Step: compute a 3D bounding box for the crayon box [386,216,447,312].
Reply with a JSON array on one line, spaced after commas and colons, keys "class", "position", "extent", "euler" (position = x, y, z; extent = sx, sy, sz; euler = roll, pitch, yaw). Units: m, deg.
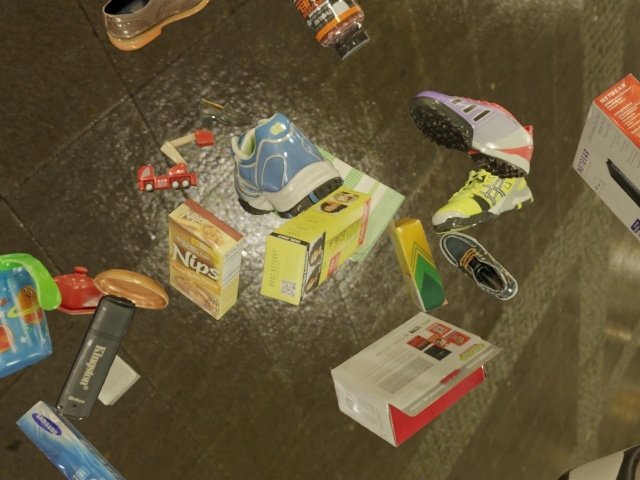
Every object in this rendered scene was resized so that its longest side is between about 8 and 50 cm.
[{"class": "crayon box", "position": [0.283, 0.044, 2.089], "extent": [0.081, 0.202, 0.319], "euler": [-20, 96, -1]}]

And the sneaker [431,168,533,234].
[{"class": "sneaker", "position": [0.429, -0.120, 1.884], "extent": [0.384, 0.145, 0.147], "euler": [-22, 93, -40]}]

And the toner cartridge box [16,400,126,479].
[{"class": "toner cartridge box", "position": [-0.543, 0.528, 1.588], "extent": [0.075, 0.348, 0.165], "euler": [-45, 169, -21]}]

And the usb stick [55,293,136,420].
[{"class": "usb stick", "position": [-0.456, 0.237, 1.383], "extent": [0.077, 0.045, 0.278], "euler": [20, 101, -29]}]

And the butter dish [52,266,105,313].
[{"class": "butter dish", "position": [-0.660, 0.129, 1.851], "extent": [0.160, 0.159, 0.118], "euler": [7, 97, -61]}]

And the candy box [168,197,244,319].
[{"class": "candy box", "position": [-0.306, 0.056, 1.800], "extent": [0.087, 0.183, 0.316], "euler": [-46, 163, -34]}]

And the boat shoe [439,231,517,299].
[{"class": "boat shoe", "position": [0.294, 0.040, 1.299], "extent": [0.065, 0.183, 0.083], "euler": [-53, 152, 9]}]

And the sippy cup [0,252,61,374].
[{"class": "sippy cup", "position": [-0.699, 0.175, 1.476], "extent": [0.240, 0.305, 0.224], "euler": [-20, 83, -31]}]

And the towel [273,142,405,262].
[{"class": "towel", "position": [0.015, -0.109, 1.653], "extent": [0.248, 0.324, 0.038], "euler": [-54, 171, -33]}]

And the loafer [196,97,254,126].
[{"class": "loafer", "position": [-0.275, -0.370, 1.984], "extent": [0.062, 0.170, 0.061], "euler": [-101, -160, -65]}]

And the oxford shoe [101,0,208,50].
[{"class": "oxford shoe", "position": [-0.367, -0.609, 1.639], "extent": [0.364, 0.130, 0.133], "euler": [-46, 168, -12]}]

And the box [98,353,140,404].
[{"class": "box", "position": [-0.508, 0.336, 1.661], "extent": [0.102, 0.087, 0.101], "euler": [-45, 177, -16]}]

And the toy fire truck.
[{"class": "toy fire truck", "position": [-0.350, -0.192, 1.655], "extent": [0.192, 0.047, 0.135], "euler": [-6, 88, -8]}]

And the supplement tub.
[{"class": "supplement tub", "position": [0.015, -0.456, 1.335], "extent": [0.106, 0.106, 0.198], "euler": [-40, 96, -36]}]

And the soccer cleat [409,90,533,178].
[{"class": "soccer cleat", "position": [0.295, -0.224, 1.309], "extent": [0.318, 0.108, 0.116], "euler": [23, 78, -33]}]

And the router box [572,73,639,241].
[{"class": "router box", "position": [0.617, -0.109, 1.272], "extent": [0.082, 0.301, 0.335], "euler": [-36, 160, 3]}]

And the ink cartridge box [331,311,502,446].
[{"class": "ink cartridge box", "position": [0.232, 0.326, 1.597], "extent": [0.309, 0.272, 0.130], "euler": [-27, 118, -29]}]

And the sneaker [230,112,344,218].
[{"class": "sneaker", "position": [-0.044, -0.073, 0.640], "extent": [0.080, 0.211, 0.081], "euler": [-36, 103, -16]}]

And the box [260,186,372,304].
[{"class": "box", "position": [0.000, 0.000, 0.927], "extent": [0.232, 0.058, 0.087], "euler": [-38, 140, -60]}]

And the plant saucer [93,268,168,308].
[{"class": "plant saucer", "position": [-0.494, 0.125, 1.794], "extent": [0.200, 0.200, 0.037], "euler": [50, 47, -51]}]

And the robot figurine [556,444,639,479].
[{"class": "robot figurine", "position": [0.402, 0.348, 0.854], "extent": [0.278, 0.173, 0.209], "euler": [-48, -165, 48]}]
